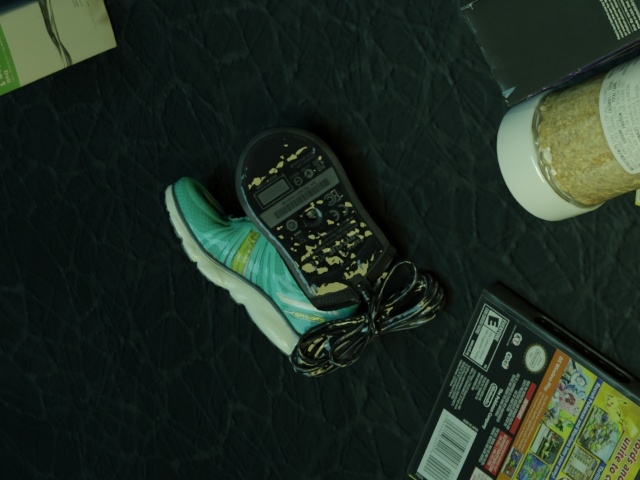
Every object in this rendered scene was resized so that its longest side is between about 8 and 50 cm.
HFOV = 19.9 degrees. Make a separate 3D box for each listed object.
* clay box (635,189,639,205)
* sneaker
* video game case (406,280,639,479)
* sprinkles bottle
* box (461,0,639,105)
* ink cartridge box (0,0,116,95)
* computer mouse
[{"bbox_3d":[0.404,-0.072,1.681,0.222,0.053,0.127,17,118,33],"label":"clay box"},{"bbox_3d":[-0.065,0.016,2.104,0.275,0.107,0.110,43,111,13],"label":"sneaker"},{"bbox_3d":[0.234,0.220,1.960,0.248,0.035,0.275,36,127,24],"label":"video game case"},{"bbox_3d":[0.319,-0.117,1.608,0.355,0.121,0.121,-21,94,47],"label":"sprinkles bottle"},{"bbox_3d":[0.277,-0.223,1.583,0.184,0.261,0.103,-23,92,44],"label":"box"},{"bbox_3d":[-0.375,-0.231,2.163,0.160,0.219,0.092,-5,107,42],"label":"ink cartridge box"},{"bbox_3d":[0.000,0.000,2.017,0.188,0.072,0.272,-29,89,4],"label":"computer mouse"}]
